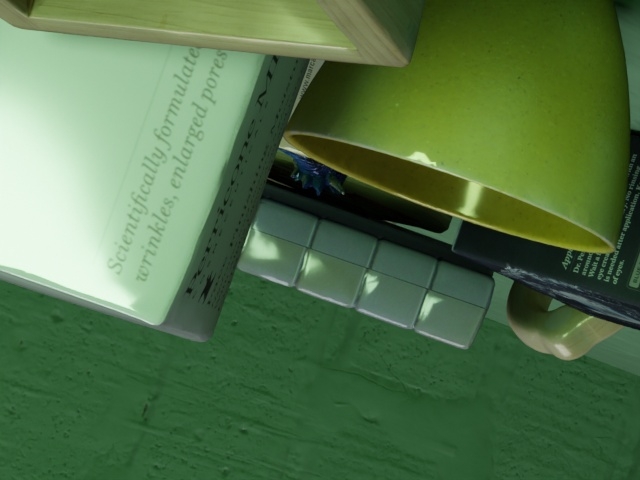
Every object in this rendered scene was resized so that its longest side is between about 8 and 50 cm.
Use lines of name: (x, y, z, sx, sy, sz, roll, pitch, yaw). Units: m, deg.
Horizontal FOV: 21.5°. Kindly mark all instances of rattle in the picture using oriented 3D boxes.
rattle: (0.151, -0.013, 1.165, 0.143, 0.130, 0.199, 32, -161, -20)

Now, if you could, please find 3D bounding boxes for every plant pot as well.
plant pot: (0.064, -0.062, 0.647, 0.134, 0.095, 0.134, 19, 177, 1)

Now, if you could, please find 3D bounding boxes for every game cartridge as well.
game cartridge: (0.000, 0.000, 1.148, 0.230, 0.068, 0.355, 24, -178, 2)

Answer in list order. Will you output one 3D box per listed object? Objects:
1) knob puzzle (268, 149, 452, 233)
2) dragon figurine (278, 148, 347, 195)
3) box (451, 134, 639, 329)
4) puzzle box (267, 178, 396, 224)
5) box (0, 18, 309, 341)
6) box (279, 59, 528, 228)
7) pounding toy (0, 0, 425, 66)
knob puzzle: (0.015, -0.049, 1.194, 0.213, 0.030, 0.213, 20, 176, 1)
dragon figurine: (-0.059, -0.094, 0.897, 0.144, 0.085, 0.289, 18, 177, 22)
box: (0.190, 0.002, 0.959, 0.158, 0.093, 0.156, 18, 176, 44)
puzzle box: (-0.158, -0.090, 1.533, 0.409, 0.052, 0.272, 19, -179, 44)
box: (-0.097, -0.078, 0.572, 0.182, 0.181, 0.119, 19, 177, 6)
box: (0.000, -0.081, 0.744, 0.232, 0.087, 0.058, 18, -170, 8)
pounding toy: (-0.017, -0.116, 0.382, 0.206, 0.094, 0.181, 8, 167, 23)
